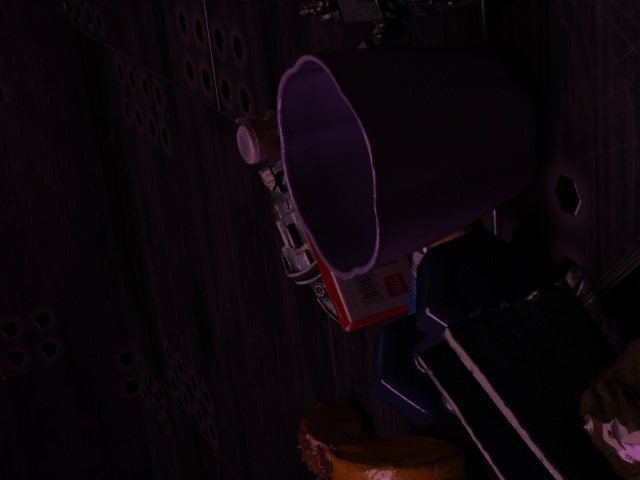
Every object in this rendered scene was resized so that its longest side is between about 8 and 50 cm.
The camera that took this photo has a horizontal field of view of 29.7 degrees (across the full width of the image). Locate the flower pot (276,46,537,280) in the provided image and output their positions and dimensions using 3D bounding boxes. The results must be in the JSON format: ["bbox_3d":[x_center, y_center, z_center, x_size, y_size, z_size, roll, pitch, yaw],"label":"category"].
[{"bbox_3d":[0.109,-0.107,1.400,0.265,0.243,0.265,166,90,-71],"label":"flower pot"}]

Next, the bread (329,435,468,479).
[{"bbox_3d":[0.116,0.368,1.780,0.269,0.195,0.143,177,88,-65],"label":"bread"}]

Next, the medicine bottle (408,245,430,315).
[{"bbox_3d":[0.149,0.048,1.666,0.051,0.051,0.191,51,149,46],"label":"medicine bottle"}]

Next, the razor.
[{"bbox_3d":[0.312,0.033,1.269,0.068,0.037,0.191,57,156,14],"label":"razor"}]

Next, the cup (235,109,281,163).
[{"bbox_3d":[-0.090,-0.183,2.032,0.102,0.099,0.074,67,157,19],"label":"cup"}]

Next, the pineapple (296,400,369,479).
[{"bbox_3d":[0.023,0.402,2.138,0.128,0.128,0.248,53,154,43],"label":"pineapple"}]

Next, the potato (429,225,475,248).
[{"bbox_3d":[0.175,0.014,1.566,0.083,0.062,0.068,-1,74,45],"label":"potato"}]

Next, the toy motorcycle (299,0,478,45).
[{"bbox_3d":[0.099,-0.305,1.394,0.307,0.173,0.108,10,125,60],"label":"toy motorcycle"}]

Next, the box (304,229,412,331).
[{"bbox_3d":[0.053,0.008,1.783,0.050,0.123,0.229,122,129,-68],"label":"box"}]

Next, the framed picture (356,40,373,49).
[{"bbox_3d":[0.065,-0.131,1.715,0.184,0.016,0.250,-44,61,42],"label":"framed picture"}]

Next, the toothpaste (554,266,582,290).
[{"bbox_3d":[0.283,0.056,1.394,0.083,0.015,0.024,106,150,-62],"label":"toothpaste"}]

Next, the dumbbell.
[{"bbox_3d":[0.163,0.118,1.515,0.160,0.144,0.325,33,152,6],"label":"dumbbell"}]

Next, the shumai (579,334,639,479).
[{"bbox_3d":[0.380,0.185,1.077,0.255,0.189,0.218,2,125,52],"label":"shumai"}]

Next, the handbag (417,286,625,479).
[{"bbox_3d":[0.239,0.187,1.206,0.100,0.268,0.274,-46,73,30],"label":"handbag"}]

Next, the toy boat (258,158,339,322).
[{"bbox_3d":[-0.003,-0.001,1.918,0.114,0.122,0.296,-28,80,44],"label":"toy boat"}]
